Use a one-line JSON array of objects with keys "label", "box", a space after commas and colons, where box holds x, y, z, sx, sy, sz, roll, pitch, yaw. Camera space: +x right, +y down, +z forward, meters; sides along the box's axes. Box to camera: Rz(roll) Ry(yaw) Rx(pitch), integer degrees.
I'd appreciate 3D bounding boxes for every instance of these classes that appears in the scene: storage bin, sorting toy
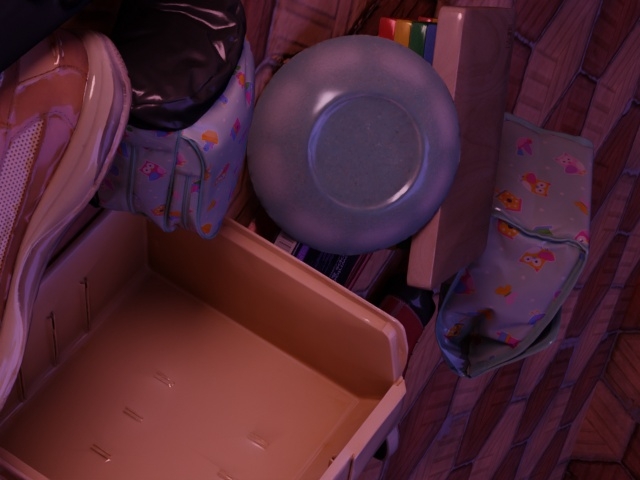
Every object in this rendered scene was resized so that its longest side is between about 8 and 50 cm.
[{"label": "storage bin", "box": [-0.107, 0.125, 1.194, 0.262, 0.260, 0.123, -49, 161, -32]}, {"label": "sorting toy", "box": [0.109, -0.102, 1.561, 0.257, 0.089, 0.255, -25, 122, -71]}]

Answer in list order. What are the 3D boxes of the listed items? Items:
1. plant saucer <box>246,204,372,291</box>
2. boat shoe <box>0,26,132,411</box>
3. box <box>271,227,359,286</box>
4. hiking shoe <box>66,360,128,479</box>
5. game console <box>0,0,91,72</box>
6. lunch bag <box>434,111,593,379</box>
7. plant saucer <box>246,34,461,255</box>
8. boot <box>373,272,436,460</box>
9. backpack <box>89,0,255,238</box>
[{"label": "plant saucer", "box": [0.000, 0.000, 1.598, 0.258, 0.047, 0.259, -59, 161, -8]}, {"label": "boat shoe", "box": [-0.233, 0.008, 0.967, 0.116, 0.123, 0.324, 21, 95, -39]}, {"label": "box", "box": [-0.019, 0.039, 1.491, 0.116, 0.029, 0.162, -62, 160, 1]}, {"label": "hiking shoe", "box": [-0.180, 0.168, 1.332, 0.132, 0.113, 0.304, -26, -155, 43]}, {"label": "game console", "box": [-0.193, -0.230, 0.754, 0.342, 0.060, 0.386, -50, 150, -32]}, {"label": "lunch bag", "box": [0.229, 0.018, 1.965, 0.223, 0.160, 0.262, -76, -175, -51]}, {"label": "plant saucer", "box": [0.035, -0.079, 1.388, 0.195, 0.195, 0.037, -63, -163, 3]}, {"label": "boot", "box": [0.090, 0.152, 1.967, 0.176, 0.088, 0.244, -53, 155, -28]}, {"label": "backpack", "box": [-0.107, -0.082, 1.119, 0.152, 0.115, 0.182, -59, 169, -35]}]
